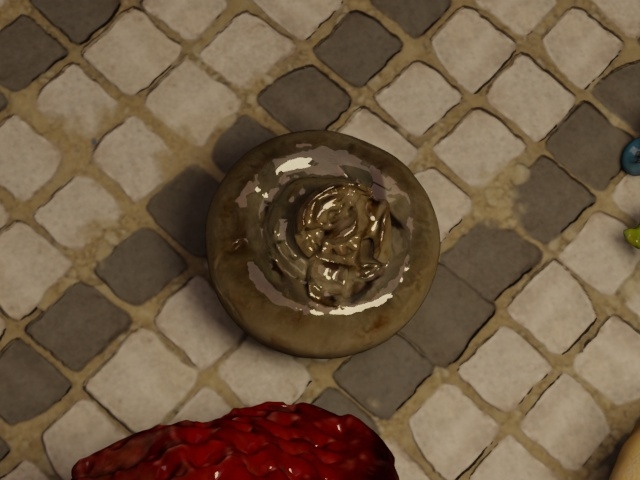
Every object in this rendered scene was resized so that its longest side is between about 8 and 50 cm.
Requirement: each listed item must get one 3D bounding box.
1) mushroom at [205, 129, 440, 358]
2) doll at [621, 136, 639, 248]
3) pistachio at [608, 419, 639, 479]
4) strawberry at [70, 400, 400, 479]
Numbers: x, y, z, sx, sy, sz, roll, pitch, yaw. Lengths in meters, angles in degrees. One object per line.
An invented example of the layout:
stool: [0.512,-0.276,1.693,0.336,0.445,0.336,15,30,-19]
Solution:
mushroom: [0.000,0.000,1.659,0.226,0.178,0.226,0,76,1]
doll: [0.459,-0.138,1.754,0.341,0.099,0.346,-16,51,20]
pistachio: [0.388,0.245,1.586,0.321,0.229,0.238,-8,43,-20]
strawberry: [-0.067,0.283,1.520,0.345,0.317,0.295,-37,117,-49]
